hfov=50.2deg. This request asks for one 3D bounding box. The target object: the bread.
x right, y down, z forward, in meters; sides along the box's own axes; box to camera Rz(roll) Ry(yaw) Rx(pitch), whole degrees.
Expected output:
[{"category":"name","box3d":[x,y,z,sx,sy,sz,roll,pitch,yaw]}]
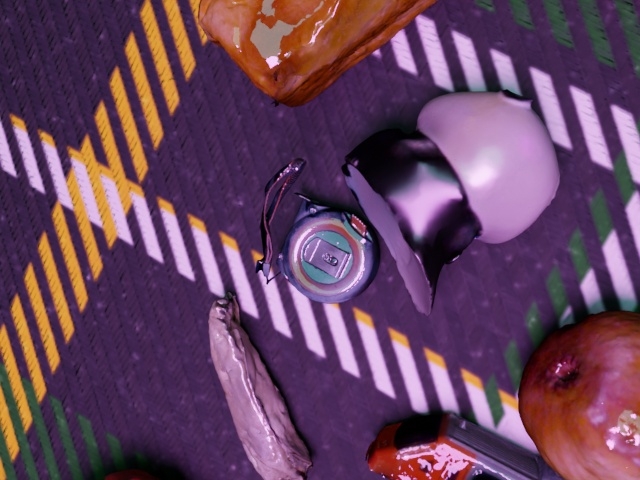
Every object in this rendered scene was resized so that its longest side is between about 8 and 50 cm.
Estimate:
[{"category":"bread","box3d":[0.046,-0.270,0.594,0.344,0.195,0.149,-38,90,10]}]

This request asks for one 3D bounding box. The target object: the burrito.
[{"category":"burrito","box3d":[-0.066,0.165,0.710,0.063,0.058,0.229,-22,87,47]}]

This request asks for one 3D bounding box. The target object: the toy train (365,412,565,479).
[{"category":"toy train","box3d":[0.240,0.265,0.628,0.409,0.086,0.089,27,98,11]}]

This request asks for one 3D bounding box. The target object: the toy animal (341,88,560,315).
[{"category":"toy animal","box3d":[0.126,-0.046,0.621,0.179,0.138,0.166,-31,106,5]}]

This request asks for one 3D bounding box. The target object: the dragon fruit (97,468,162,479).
[{"category":"dragon fruit","box3d":[-0.216,0.331,0.701,0.182,0.182,0.188,23,97,11]}]

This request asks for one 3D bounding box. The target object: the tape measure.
[{"category":"tape measure","box3d":[-0.002,0.004,0.633,0.107,0.180,0.104,24,82,12]}]

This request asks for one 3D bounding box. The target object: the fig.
[{"category":"fig","box3d":[0.296,0.181,0.596,0.257,0.159,0.159,44,102,-9]}]
